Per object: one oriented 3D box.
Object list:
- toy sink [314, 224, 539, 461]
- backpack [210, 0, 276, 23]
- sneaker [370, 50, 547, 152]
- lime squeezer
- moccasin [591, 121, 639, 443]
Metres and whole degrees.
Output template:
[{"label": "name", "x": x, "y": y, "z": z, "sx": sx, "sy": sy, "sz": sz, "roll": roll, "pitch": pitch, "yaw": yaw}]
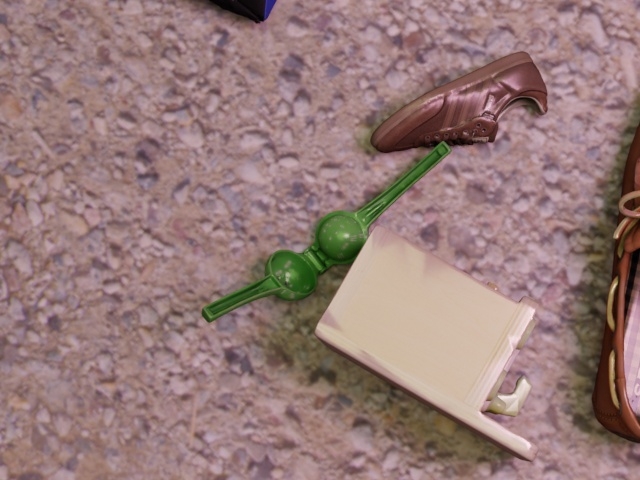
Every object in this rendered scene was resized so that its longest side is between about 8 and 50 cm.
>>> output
[{"label": "toy sink", "x": 0.129, "y": 0.098, "z": 1.202, "sx": 0.234, "sy": 0.153, "sz": 0.131, "roll": 30, "pitch": 85, "yaw": 9}, {"label": "backpack", "x": -0.097, "y": -0.299, "z": 1.305, "sx": 0.120, "sy": 0.098, "sz": 0.101, "roll": 20, "pitch": 55, "yaw": 7}, {"label": "sneaker", "x": 0.145, "y": -0.125, "z": 1.275, "sx": 0.188, "sy": 0.066, "sz": 0.071, "roll": -28, "pitch": 82, "yaw": 1}, {"label": "lime squeezer", "x": 0.000, "y": 0.000, "z": 1.253, "sx": 0.310, "sy": 0.110, "sz": 0.059, "roll": -34, "pitch": 62, "yaw": -20}, {"label": "moccasin", "x": 0.342, "y": 0.007, "z": 1.201, "sx": 0.139, "sy": 0.147, "sz": 0.380, "roll": 18, "pitch": 84, "yaw": 7}]
